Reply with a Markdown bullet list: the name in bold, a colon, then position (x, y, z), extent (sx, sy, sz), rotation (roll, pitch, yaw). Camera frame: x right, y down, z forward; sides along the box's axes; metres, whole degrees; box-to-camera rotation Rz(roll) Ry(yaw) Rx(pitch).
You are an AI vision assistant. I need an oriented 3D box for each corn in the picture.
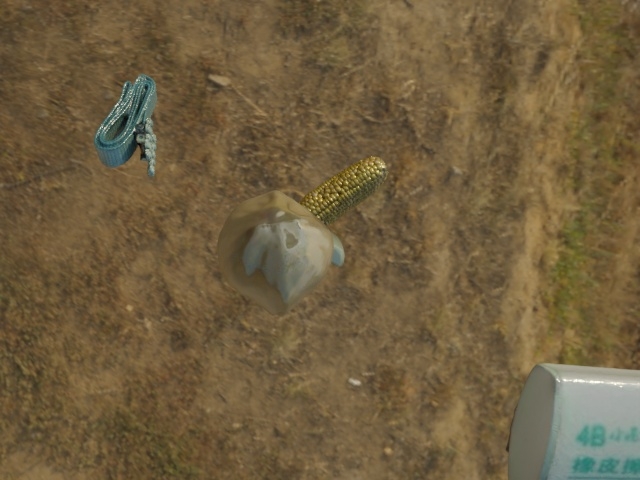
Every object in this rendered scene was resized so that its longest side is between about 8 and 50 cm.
- **corn**: position (0.031, -0.092, 1.945), extent (0.292, 0.101, 0.101), rotation (-36, 126, 3)

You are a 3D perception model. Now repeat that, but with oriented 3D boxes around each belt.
- **belt**: position (-0.291, -0.191, 1.351), extent (0.065, 0.100, 0.179), rotation (91, 9, -55)

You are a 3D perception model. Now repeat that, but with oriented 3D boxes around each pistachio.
- **pistachio**: position (-0.085, 0.022, 1.542), extent (0.208, 0.332, 0.225), rotation (-7, 94, -11)

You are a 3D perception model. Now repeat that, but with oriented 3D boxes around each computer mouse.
- **computer mouse**: position (0.000, 0.000, 1.818), extent (0.056, 0.089, 0.182), rotation (-55, 146, 4)

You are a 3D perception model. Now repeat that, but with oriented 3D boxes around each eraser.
- **eraser**: position (0.406, 0.267, 1.130), extent (0.290, 0.104, 0.189), rotation (6, 95, -14)
